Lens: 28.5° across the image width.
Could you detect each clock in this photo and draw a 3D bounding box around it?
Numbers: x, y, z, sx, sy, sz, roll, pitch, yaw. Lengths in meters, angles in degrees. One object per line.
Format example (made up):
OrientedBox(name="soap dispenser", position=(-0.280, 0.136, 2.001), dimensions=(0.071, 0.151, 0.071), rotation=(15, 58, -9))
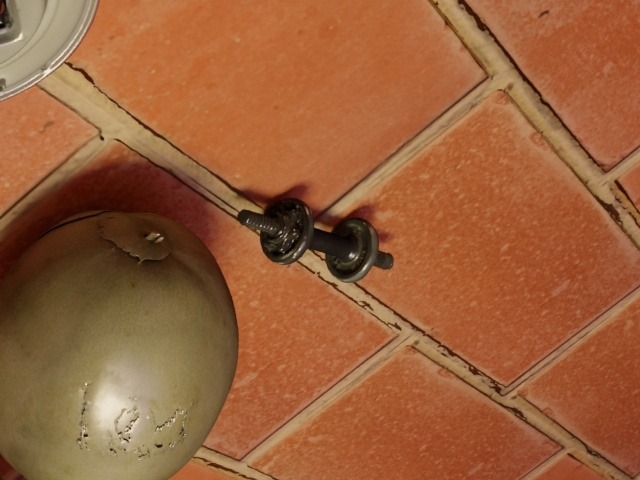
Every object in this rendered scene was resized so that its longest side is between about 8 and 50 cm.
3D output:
OrientedBox(name="clock", position=(-0.299, -0.203, 1.051), dimensions=(0.244, 0.056, 0.244), rotation=(-19, 141, -16))

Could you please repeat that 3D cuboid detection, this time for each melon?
OrientedBox(name="melon", position=(-0.218, 0.118, 1.309), dimensions=(0.268, 0.268, 0.330), rotation=(2, 125, -37))

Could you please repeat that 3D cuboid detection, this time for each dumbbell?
OrientedBox(name="dumbbell", position=(0.000, 0.000, 1.480), dimensions=(0.254, 0.082, 0.081), rotation=(17, 122, -45))

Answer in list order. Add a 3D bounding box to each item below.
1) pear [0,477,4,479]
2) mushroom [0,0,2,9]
OrientedBox(name="pear", position=(-0.502, 0.374, 1.492), dimensions=(0.398, 0.165, 0.399), rotation=(-19, 142, -15))
OrientedBox(name="mushroom", position=(-0.354, -0.181, 0.922), dimensions=(0.231, 0.138, 0.194), rotation=(-21, 114, -16))
